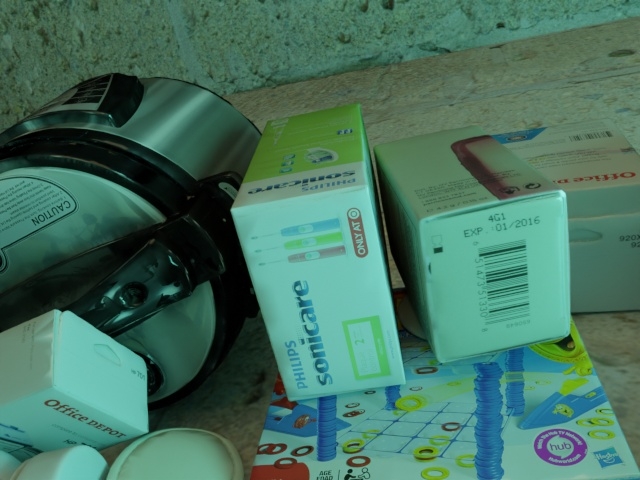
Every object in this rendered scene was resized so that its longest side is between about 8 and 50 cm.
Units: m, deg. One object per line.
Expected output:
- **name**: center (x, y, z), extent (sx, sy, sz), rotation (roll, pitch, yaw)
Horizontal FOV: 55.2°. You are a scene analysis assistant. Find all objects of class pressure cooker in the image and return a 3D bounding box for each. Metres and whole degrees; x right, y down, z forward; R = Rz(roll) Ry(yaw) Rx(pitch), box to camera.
- **pressure cooker**: center (-0.245, 0.006, 0.783), extent (0.375, 0.370, 0.420), rotation (20, 29, -2)

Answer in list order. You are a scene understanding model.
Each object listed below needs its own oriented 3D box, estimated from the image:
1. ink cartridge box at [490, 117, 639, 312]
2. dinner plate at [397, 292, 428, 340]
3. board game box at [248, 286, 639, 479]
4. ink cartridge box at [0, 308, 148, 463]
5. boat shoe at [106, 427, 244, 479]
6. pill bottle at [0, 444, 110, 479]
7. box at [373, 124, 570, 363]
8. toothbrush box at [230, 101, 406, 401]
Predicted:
- **ink cartridge box**: center (0.316, -0.036, 0.799), extent (0.171, 0.168, 0.233), rotation (-6, 26, 16)
- **dinner plate**: center (0.152, 0.063, 0.659), extent (0.141, 0.017, 0.141), rotation (-11, 24, 5)
- **board game box**: center (0.108, 0.157, 0.608), extent (0.308, 0.086, 0.302), rotation (-9, 26, 11)
- **ink cartridge box**: center (-0.280, 0.156, 0.574), extent (0.190, 0.140, 0.082), rotation (-22, 52, 10)
- **boat shoe**: center (-0.121, 0.256, 0.492), extent (0.116, 0.099, 0.319), rotation (6, 10, -11)
- **pill bottle**: center (-0.339, 0.274, 0.481), extent (0.333, 0.188, 0.188), rotation (-15, 25, -1)
- **box**: center (0.142, -0.011, 0.620), extent (0.126, 0.149, 0.232), rotation (-12, 25, 1)
- **toothbrush box**: center (0.007, -0.006, 0.655), extent (0.122, 0.206, 0.283), rotation (-10, 25, 8)
